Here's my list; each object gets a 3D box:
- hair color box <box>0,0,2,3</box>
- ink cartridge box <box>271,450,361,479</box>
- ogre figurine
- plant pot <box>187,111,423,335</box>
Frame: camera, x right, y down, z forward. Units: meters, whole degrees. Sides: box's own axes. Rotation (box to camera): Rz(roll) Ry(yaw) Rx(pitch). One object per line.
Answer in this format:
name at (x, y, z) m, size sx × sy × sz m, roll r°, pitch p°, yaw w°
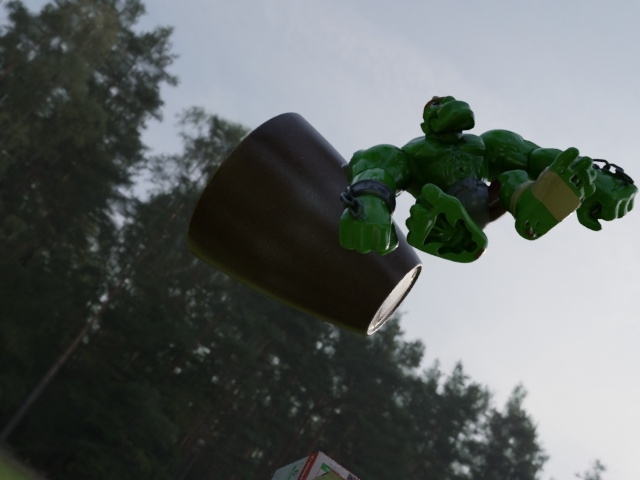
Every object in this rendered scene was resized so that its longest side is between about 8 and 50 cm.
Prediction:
hair color box at (-0.199, -0.011, 0.150) m, size 0.110 × 0.185 × 0.339 m, roll 38°, pitch 15°, yaw -9°
ink cartridge box at (0.009, 0.190, 0.625) m, size 0.063 × 0.029 × 0.115 m, roll 38°, pitch -38°, yaw -9°
ogre figurine at (0.094, -0.037, 0.556) m, size 0.118 × 0.197 × 0.097 m, roll 53°, pitch -13°, yaw 57°
plant pot at (0.000, 0.000, 0.988) m, size 0.230 × 0.215 × 0.215 m, roll 37°, pitch -22°, yaw 16°
